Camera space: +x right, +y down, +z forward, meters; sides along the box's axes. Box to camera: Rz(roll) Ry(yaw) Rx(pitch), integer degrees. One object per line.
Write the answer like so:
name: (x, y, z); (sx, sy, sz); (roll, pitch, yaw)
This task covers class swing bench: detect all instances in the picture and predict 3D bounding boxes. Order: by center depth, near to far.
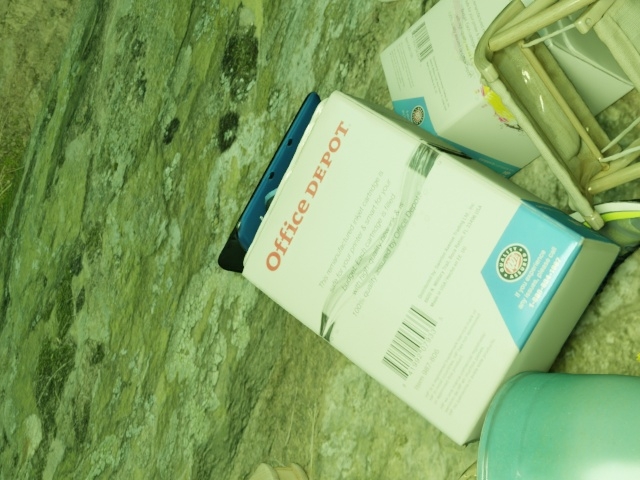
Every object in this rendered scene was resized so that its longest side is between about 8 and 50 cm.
swing bench: (0.349, -0.197, 1.193); (0.254, 0.253, 0.165); (-32, 24, 19)

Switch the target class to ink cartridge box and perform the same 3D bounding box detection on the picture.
ink cartridge box: (0.129, 0.025, 1.291); (0.395, 0.166, 0.286); (36, 106, 29)
ink cartridge box: (0.260, -0.244, 1.437); (0.270, 0.197, 0.198); (-38, 51, 37)

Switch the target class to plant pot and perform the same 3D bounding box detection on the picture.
plant pot: (0.348, 0.267, 1.080); (0.255, 0.271, 0.272); (-13, 68, 41)

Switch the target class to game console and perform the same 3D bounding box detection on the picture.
game console: (-0.097, -0.100, 1.776); (0.250, 0.173, 0.293); (7, 63, 51)

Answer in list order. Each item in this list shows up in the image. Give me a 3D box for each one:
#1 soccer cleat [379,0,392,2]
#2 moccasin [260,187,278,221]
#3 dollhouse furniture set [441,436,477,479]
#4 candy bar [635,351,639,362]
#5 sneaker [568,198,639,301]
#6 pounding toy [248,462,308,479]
soccer cleat: (0.143, -0.520, 1.787); (0.076, 0.068, 0.196); (24, 103, 46)
moccasin: (0.000, 0.000, 1.619); (0.137, 0.342, 0.117); (-16, 71, 8)
dollhouse furniture set: (0.260, 0.286, 1.386); (0.151, 0.123, 0.144); (42, 114, 11)
candy bar: (0.438, 0.186, 1.215); (0.040, 0.018, 0.161); (-50, 44, 22)
sneaker: (0.361, 0.019, 1.319); (0.300, 0.111, 0.121); (-19, 81, 46)
pounding toy: (-0.121, 0.449, 1.683); (0.269, 0.154, 0.154); (-7, 76, 49)
